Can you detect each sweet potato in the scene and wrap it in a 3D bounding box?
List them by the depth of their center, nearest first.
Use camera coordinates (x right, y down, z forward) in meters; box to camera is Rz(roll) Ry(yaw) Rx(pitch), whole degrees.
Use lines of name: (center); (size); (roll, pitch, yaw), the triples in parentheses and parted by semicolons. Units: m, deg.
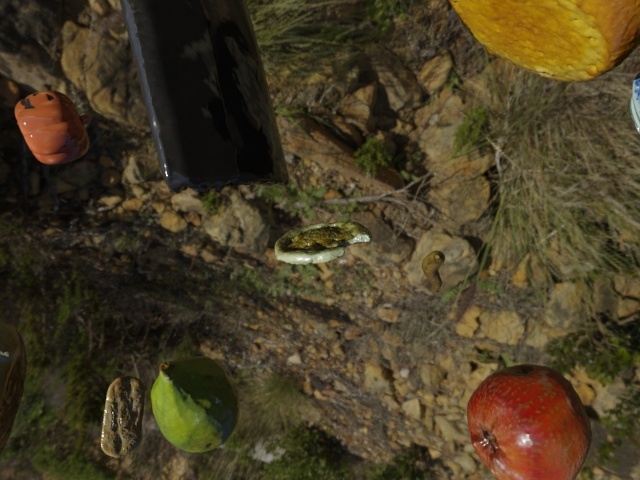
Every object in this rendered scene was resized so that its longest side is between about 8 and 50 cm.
sweet potato: (0.351, 0.091, 1.483); (0.069, 0.059, 0.249); (23, 152, 24)

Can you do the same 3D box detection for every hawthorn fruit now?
hawthorn fruit: (0.488, 0.423, 1.112); (0.275, 0.299, 0.275); (33, 138, 35)

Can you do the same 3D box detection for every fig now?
fig: (-0.318, 0.394, 1.237); (0.233, 0.314, 0.233); (9, -150, -6)

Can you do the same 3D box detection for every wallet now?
wallet: (-0.107, -0.203, 0.428); (0.044, 0.321, 0.170); (-15, 180, 26)

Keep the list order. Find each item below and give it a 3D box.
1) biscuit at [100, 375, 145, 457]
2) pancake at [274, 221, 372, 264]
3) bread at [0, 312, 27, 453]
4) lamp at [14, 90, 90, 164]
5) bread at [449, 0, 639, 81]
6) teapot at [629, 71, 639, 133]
biscuit: (-0.373, 0.333, 0.902); (0.071, 0.147, 0.018); (11, 163, -32)
pancake: (0.000, 0.000, 1.195); (0.253, 0.253, 0.037); (11, 119, 46)
bread: (-0.398, 0.147, 0.423); (0.224, 0.279, 0.250); (27, 162, -23)
lamp: (-0.682, -0.293, 1.230); (0.188, 0.163, 0.188); (54, 158, 34)
bread: (0.305, -0.339, 0.610); (0.312, 0.172, 0.312); (32, -172, -5)
teapot: (0.532, -0.197, 0.651); (0.159, 0.232, 0.159); (35, 138, 41)
